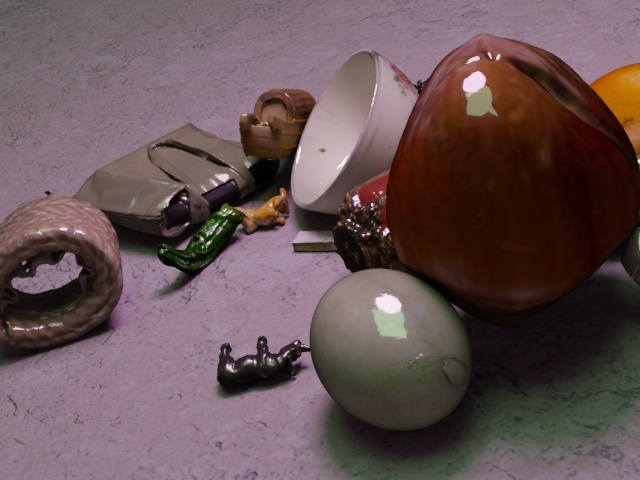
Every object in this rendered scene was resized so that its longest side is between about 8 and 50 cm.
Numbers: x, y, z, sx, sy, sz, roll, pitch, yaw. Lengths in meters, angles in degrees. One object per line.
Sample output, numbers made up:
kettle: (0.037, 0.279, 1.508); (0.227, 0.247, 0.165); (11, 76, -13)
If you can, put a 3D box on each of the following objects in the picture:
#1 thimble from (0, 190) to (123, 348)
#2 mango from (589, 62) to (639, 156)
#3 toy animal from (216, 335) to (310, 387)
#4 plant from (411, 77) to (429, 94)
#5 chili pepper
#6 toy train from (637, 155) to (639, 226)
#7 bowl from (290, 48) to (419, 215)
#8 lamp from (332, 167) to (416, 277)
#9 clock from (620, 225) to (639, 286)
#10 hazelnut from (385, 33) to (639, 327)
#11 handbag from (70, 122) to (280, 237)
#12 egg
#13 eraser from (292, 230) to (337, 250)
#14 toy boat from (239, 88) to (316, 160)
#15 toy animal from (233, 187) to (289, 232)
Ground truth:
thimble: (-0.414, 0.049, 1.953); (0.229, 0.196, 0.148); (-43, 24, 11)
mango: (0.487, -0.182, 1.909); (0.257, 0.138, 0.187); (-24, 43, 51)
toy animal: (-0.078, 0.165, 1.742); (0.136, 0.047, 0.065); (-11, 35, 3)
plant: (0.150, -0.237, 2.306); (0.174, 0.085, 0.087); (-23, 6, -3)
chili pepper: (-0.194, 0.005, 2.042); (0.050, 0.073, 0.182); (28, 40, 20)
toy train: (0.436, -0.073, 1.815); (0.307, 0.126, 0.189); (1, 17, 27)
bowl: (0.076, -0.155, 2.057); (0.145, 0.277, 0.277); (25, 22, -20)
lamp: (0.154, -0.038, 1.868); (0.274, 0.177, 0.177); (-25, 31, -22)
clock: (0.497, 0.015, 1.644); (0.191, 0.062, 0.151); (-33, 67, -20)
hazelnut: (0.234, -0.075, 1.613); (0.315, 0.372, 0.372); (-9, 29, 21)
handbag: (-0.255, -0.108, 2.231); (0.253, 0.109, 0.316); (20, 38, 40)
egg: (0.083, 0.132, 1.577); (0.186, 0.186, 0.253); (-27, 32, -20)
eraser: (0.000, 0.000, 2.015); (0.083, 0.019, 0.038); (0, 31, 25)
toy boat: (-0.058, -0.206, 2.213); (0.089, 0.115, 0.310); (7, 11, 18)
toy animal: (-0.099, -0.051, 2.113); (0.083, 0.060, 0.081); (-1, 72, 22)
